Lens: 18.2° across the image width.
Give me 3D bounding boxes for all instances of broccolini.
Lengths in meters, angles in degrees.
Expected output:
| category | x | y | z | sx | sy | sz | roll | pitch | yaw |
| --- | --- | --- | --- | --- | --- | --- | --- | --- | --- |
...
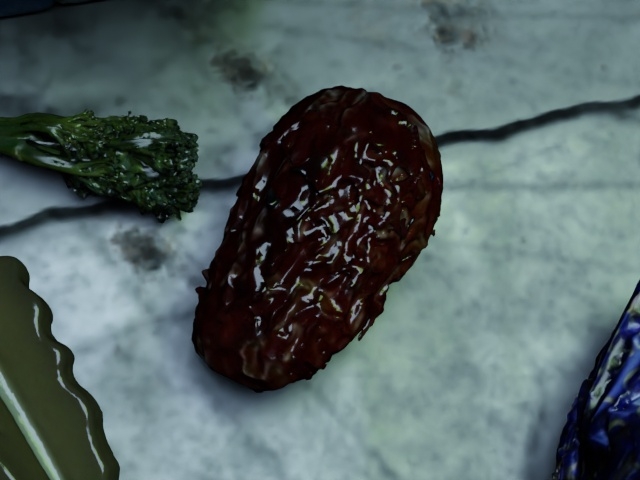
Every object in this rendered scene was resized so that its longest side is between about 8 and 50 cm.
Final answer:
| category | x | y | z | sx | sy | sz | roll | pitch | yaw |
| --- | --- | --- | --- | --- | --- | --- | --- | --- | --- |
| broccolini | -0.175 | -0.059 | 1.001 | 0.239 | 0.054 | 0.051 | 14 | 84 | -3 |

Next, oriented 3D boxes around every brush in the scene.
| category | x | y | z | sx | sy | sz | roll | pitch | yaw |
| --- | --- | --- | --- | --- | --- | --- | --- | --- | --- |
| brush | -0.108 | 0.148 | 0.935 | 0.084 | 0.071 | 0.301 | -28 | 84 | -21 |

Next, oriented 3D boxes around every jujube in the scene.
| category | x | y | z | sx | sy | sz | roll | pitch | yaw |
| --- | --- | --- | --- | --- | --- | --- | --- | --- | --- |
| jujube | 0.002 | 0.000 | 0.987 | 0.104 | 0.104 | 0.166 | 23 | 74 | -2 |

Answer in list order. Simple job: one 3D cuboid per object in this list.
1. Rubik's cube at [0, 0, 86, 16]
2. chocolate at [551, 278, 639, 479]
| category | x | y | z | sx | sy | sz | roll | pitch | yaw |
| --- | --- | --- | --- | --- | --- | --- | --- | --- | --- |
| Rubik's cube | -0.137 | -0.255 | 0.939 | 0.256 | 0.259 | 0.253 | -11 | 85 | -12 |
| chocolate | 0.100 | 0.160 | 0.943 | 0.343 | 0.126 | 0.148 | -40 | 122 | -17 |
